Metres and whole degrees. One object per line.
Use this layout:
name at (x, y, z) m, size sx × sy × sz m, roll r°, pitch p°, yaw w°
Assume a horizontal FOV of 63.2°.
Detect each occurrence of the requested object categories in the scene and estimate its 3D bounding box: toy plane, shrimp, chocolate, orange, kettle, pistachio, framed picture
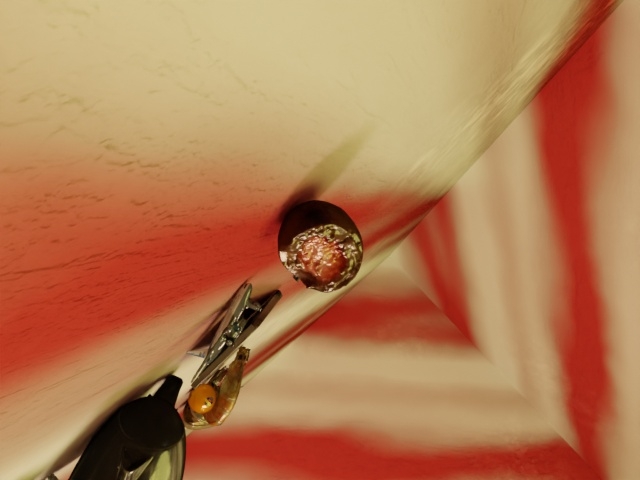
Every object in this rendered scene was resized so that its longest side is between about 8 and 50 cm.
toy plane at (-0.170, 0.160, 0.950) m, size 0.226 × 0.058 × 0.226 m, roll -48°, pitch -174°, yaw 29°
shrimp at (-0.280, 0.426, 1.547) m, size 0.068 × 0.150 × 0.249 m, roll 33°, pitch 89°, yaw -44°
chocolate at (0.000, 0.000, 0.745) m, size 0.124 × 0.127 × 0.133 m, roll -24°, pitch 150°, yaw -25°
orange at (-0.338, 0.451, 1.488) m, size 0.083 × 0.083 × 0.083 m, roll -42°, pitch 171°, yaw -8°
kettle at (-0.327, 0.405, 0.969) m, size 0.250 × 0.207 × 0.271 m, roll -5°, pitch 125°, yaw -57°
pistachio at (-0.366, 0.543, 1.649) m, size 0.124 × 0.124 × 0.185 m, roll -45°, pitch 168°, yaw 12°
framed picture at (-0.169, 0.205, 1.119) m, size 0.189 × 0.023 × 0.260 m, roll -45°, pitch -178°, yaw 11°

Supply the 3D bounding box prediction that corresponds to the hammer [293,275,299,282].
hammer at (-0.011, 0.057, 1.293) m, size 0.062 × 0.017 × 0.182 m, roll -49°, pitch 170°, yaw 34°

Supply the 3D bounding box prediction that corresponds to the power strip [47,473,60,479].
power strip at (-0.513, 0.458, 0.946) m, size 0.083 × 0.035 × 0.055 m, roll -28°, pitch 168°, yaw -12°
